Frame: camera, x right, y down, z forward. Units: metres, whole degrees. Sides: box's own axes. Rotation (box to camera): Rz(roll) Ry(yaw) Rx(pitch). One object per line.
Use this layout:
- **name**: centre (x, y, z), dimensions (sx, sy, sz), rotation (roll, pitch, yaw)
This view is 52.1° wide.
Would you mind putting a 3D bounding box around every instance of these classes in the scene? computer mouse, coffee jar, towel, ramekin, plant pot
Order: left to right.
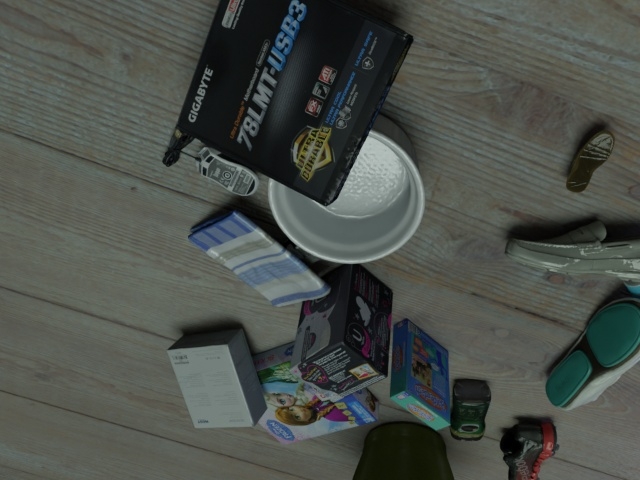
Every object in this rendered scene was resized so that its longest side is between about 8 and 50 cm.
- **computer mouse**: centre (-0.208, -0.151, 1.288), dimensions (0.193, 0.042, 0.106), rotation (27, 126, -8)
- **towel**: centre (-0.134, 0.048, 1.414), dimensions (0.285, 0.034, 0.209), rotation (41, 146, -24)
- **ramekin**: centre (0.052, -0.106, 1.199), dimensions (0.278, 0.135, 0.277), rotation (5, 122, 7)
- **plant pot**: centre (0.224, 0.708, 1.782), dimensions (0.367, 0.352, 0.366), rotation (4, 133, 4)
- **coffee jar**: centre (0.387, 0.448, 1.707), dimensions (0.096, 0.079, 0.184), rotation (1, 131, 5)

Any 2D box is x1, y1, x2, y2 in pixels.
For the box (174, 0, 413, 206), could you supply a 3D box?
- **box**: centre (-0.049, -0.249, 1.039), dimensions (0.294, 0.073, 0.295), rotation (28, 110, 5)

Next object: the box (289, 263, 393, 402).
- **box**: centre (0.047, 0.191, 1.415), dimensions (0.163, 0.247, 0.142), rotation (-33, 118, 32)

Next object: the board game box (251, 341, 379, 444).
- **board game box**: centre (-0.060, 0.410, 1.751), dimensions (0.318, 0.065, 0.318), rotation (-23, 124, 27)

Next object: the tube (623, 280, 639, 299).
- **tube**: centre (0.710, 0.128, 1.395), dimensions (0.080, 0.052, 0.207), rotation (-22, 132, 37)

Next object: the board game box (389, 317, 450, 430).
- **board game box**: centre (0.233, 0.308, 1.516), dimensions (0.160, 0.210, 0.047), rotation (39, 126, -23)

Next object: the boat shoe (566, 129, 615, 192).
- **boat shoe**: centre (0.481, -0.149, 1.177), dimensions (0.050, 0.045, 0.135), rotation (21, 136, 1)

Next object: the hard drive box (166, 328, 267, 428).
- **hard drive box**: centre (-0.259, 0.351, 1.649), dimensions (0.181, 0.089, 0.232), rotation (-8, 106, 23)

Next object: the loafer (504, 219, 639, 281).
- **loafer**: centre (0.530, 0.014, 1.290), dimensions (0.320, 0.112, 0.111), rotation (5, 97, 5)

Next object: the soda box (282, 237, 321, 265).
- **soda box**: centre (0.000, 0.000, 1.381), dimensions (0.169, 0.053, 0.060), rotation (-26, 123, 27)

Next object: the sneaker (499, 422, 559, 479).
- **sneaker**: centre (0.548, 0.591, 1.799), dimensions (0.135, 0.097, 0.275), rotation (8, 130, 1)

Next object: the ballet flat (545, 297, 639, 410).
- **ballet flat**: centre (0.653, 0.255, 1.477), dimensions (0.139, 0.139, 0.400), rotation (14, 136, -4)
